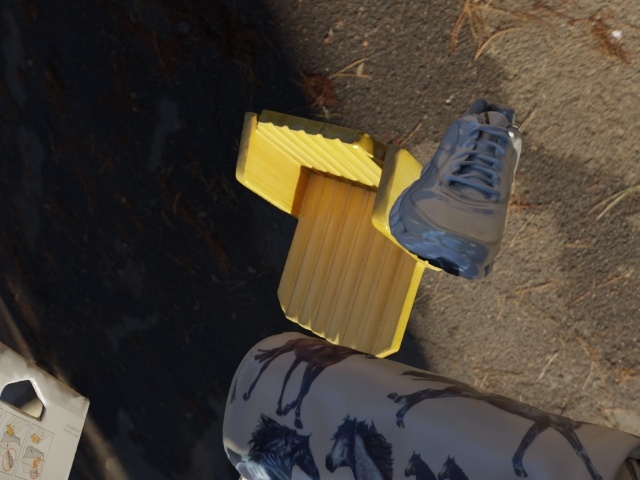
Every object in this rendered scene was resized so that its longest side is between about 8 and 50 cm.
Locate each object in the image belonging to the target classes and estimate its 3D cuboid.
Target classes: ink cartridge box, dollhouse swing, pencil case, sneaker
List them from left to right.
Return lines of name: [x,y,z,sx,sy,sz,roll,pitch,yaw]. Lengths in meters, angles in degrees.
ink cartridge box: [-0.357,0.252,0.623,0.066,0.261,0.296,0,150,6]
dollhouse swing: [0.000,0.000,1.043,0.347,0.304,0.315,23,174,40]
pencil case: [0.090,0.214,0.563,0.411,0.160,0.183,8,89,42]
sneaker: [0.145,-0.063,0.606,0.110,0.292,0.118,25,121,3]
